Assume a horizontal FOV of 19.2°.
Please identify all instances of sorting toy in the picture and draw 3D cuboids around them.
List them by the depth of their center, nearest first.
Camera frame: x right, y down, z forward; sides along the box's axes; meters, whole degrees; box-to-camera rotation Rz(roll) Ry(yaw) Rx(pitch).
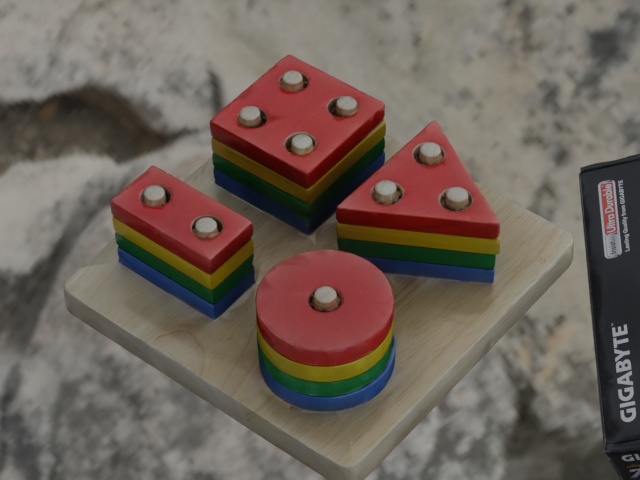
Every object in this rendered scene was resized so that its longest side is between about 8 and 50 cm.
[{"bbox_3d":[0.000,0.000,1.282,0.255,0.089,0.257,30,54,26],"label":"sorting toy"}]

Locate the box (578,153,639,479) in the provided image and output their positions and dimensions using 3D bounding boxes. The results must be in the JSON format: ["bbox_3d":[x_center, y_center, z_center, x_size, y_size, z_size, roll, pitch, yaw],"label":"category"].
[{"bbox_3d":[0.373,0.040,1.583,0.073,0.293,0.296,59,26,-49],"label":"box"}]
